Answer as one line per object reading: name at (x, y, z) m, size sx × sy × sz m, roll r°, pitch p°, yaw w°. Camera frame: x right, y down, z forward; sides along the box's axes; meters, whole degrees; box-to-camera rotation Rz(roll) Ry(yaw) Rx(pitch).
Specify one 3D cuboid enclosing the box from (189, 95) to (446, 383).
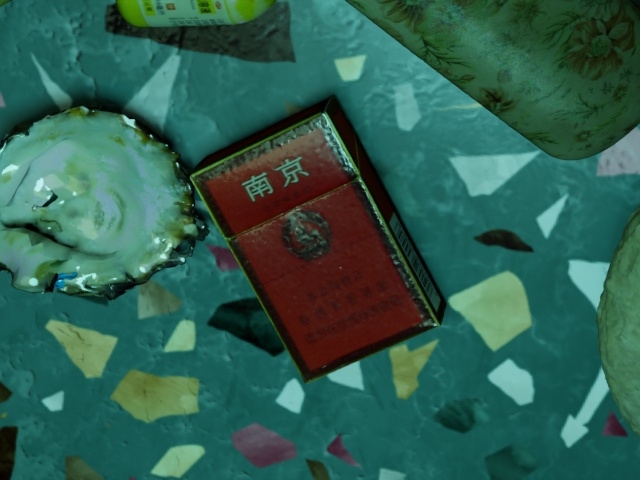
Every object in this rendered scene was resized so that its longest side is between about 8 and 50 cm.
box at (0.000, 0.001, 1.793) m, size 0.153 × 0.074 × 0.240 m, roll -24°, pitch 103°, yaw 21°

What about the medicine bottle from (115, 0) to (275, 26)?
medicine bottle at (-0.076, -0.256, 1.689) m, size 0.212 × 0.122 × 0.122 m, roll 0°, pitch 109°, yaw 11°

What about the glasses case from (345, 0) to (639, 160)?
glasses case at (0.146, -0.204, 1.575) m, size 0.425 × 0.098 × 0.156 m, roll 32°, pitch 103°, yaw -41°

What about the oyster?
oyster at (-0.245, -0.027, 1.824) m, size 0.259 × 0.092 × 0.198 m, roll -26°, pitch 103°, yaw 9°

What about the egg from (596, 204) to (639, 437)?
egg at (0.377, 0.052, 1.643) m, size 0.279 × 0.279 × 0.310 m, roll 41°, pitch 112°, yaw -5°

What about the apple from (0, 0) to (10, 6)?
apple at (-0.336, -0.301, 1.692) m, size 0.200 × 0.200 × 0.200 m, roll 3°, pitch 110°, yaw 9°
